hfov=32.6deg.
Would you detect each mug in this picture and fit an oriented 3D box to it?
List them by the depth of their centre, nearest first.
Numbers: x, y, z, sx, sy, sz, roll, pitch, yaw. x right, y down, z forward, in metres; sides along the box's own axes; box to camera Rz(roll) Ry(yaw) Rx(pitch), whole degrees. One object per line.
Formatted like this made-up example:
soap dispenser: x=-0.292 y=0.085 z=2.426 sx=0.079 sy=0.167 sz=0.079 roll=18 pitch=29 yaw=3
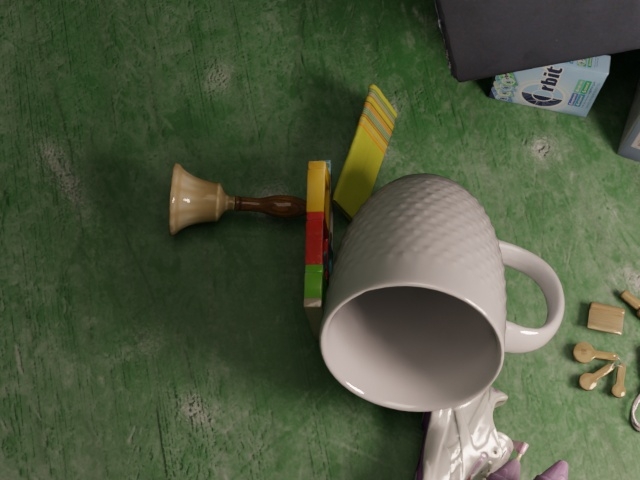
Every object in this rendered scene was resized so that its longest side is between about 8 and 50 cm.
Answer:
mug: x=0.202 y=0.068 z=1.733 sx=0.374 sy=0.276 sz=0.328 roll=13 pitch=42 yaw=0

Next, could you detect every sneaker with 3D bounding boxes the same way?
sneaker: x=0.223 y=0.358 z=1.716 sx=0.152 sy=0.114 sz=0.305 roll=11 pitch=69 yaw=4

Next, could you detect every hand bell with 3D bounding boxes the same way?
hand bell: x=-0.132 y=-0.064 z=1.873 sx=0.242 sy=0.126 sz=0.126 roll=3 pitch=69 yaw=-4

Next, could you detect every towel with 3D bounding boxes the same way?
towel: x=0.076 y=-0.151 z=1.924 sx=0.021 sy=0.102 sz=0.237 roll=5 pitch=65 yaw=33

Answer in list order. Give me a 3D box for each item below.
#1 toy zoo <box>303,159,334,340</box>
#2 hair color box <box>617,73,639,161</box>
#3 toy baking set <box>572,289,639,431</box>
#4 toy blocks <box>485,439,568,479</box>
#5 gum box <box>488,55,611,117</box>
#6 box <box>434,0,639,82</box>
toy zoo: x=0.000 y=0.000 z=1.809 sx=0.030 sy=0.192 sz=0.293 roll=-1 pitch=69 yaw=5
hair color box: x=0.650 y=-0.333 z=1.961 sx=0.113 sy=0.185 sz=0.374 roll=19 pitch=69 yaw=6
toy baking set: x=0.539 y=0.208 z=1.833 sx=0.256 sy=0.030 sz=0.197 roll=36 pitch=75 yaw=12
toy blocks: x=0.288 y=0.417 z=1.545 sx=0.309 sy=0.288 sz=0.260 roll=40 pitch=76 yaw=-27
gum box: x=0.405 y=-0.291 z=1.953 sx=0.184 sy=0.157 sz=0.041 roll=11 pitch=68 yaw=3
box: x=0.423 y=-0.554 z=1.844 sx=0.479 sy=0.297 sz=0.472 roll=-9 pitch=46 yaw=13
